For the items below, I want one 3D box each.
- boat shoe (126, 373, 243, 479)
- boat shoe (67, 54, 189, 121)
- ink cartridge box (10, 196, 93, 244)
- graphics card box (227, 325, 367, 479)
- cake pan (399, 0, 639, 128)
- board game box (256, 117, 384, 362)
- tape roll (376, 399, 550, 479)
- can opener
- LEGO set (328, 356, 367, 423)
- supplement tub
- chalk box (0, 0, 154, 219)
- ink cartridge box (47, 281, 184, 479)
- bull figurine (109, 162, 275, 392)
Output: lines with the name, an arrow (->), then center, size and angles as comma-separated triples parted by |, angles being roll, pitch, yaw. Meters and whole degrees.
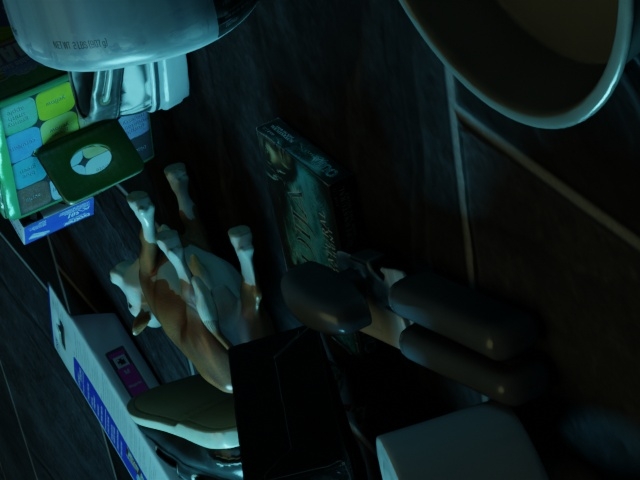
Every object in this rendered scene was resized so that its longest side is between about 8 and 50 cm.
boat shoe -> -0.111, 0.215, 1.975 | 0.340, 0.127, 0.113 | 4, 113, 65
boat shoe -> -0.199, -0.243, 1.665 | 0.121, 0.119, 0.335 | 42, 150, 48
ink cartridge box -> -0.370, -0.103, 2.296 | 0.207, 0.097, 0.046 | 57, 159, 22
graphics card box -> 0.015, 0.287, 1.642 | 0.233, 0.094, 0.371 | -102, -3, -61
cake pan -> 0.102, -0.207, 1.045 | 0.293, 0.054, 0.293 | 51, 156, 34
board game box -> 0.000, 0.000, 1.588 | 0.126, 0.026, 0.186 | 39, 148, 49
tape roll -> 0.128, 0.263, 1.350 | 0.286, 0.100, 0.286 | 164, 90, -86
can opener -> 0.069, 0.068, 1.414 | 0.280, 0.093, 0.074 | 18, 129, 58
LEGO set -> 0.018, 0.130, 1.714 | 0.083, 0.023, 0.054 | 51, 162, -1
supplement tub -> -0.171, -0.314, 1.384 | 0.207, 0.207, 0.338 | 36, 146, 53
chalk box -> -0.288, -0.158, 1.908 | 0.289, 0.180, 0.179 | 50, 156, 33
ink cartridge box -> -0.244, 0.225, 2.415 | 0.371, 0.069, 0.176 | 53, 158, 24
bull figurine -> -0.130, 0.041, 1.856 | 0.310, 0.101, 0.188 | 35, 143, 55
